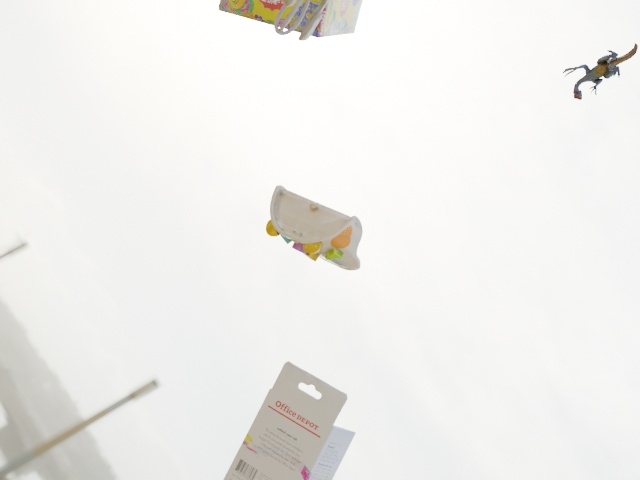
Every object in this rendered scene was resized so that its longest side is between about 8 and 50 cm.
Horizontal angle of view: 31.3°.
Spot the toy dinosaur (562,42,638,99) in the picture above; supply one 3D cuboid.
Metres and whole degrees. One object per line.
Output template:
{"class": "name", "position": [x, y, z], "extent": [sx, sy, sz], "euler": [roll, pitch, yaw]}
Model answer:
{"class": "toy dinosaur", "position": [0.366, -0.214, 1.500], "extent": [0.082, 0.090, 0.047], "euler": [141, -70, -70]}

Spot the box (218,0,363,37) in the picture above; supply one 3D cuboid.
{"class": "box", "position": [-0.016, -0.498, 1.880], "extent": [0.177, 0.279, 0.289], "euler": [18, -74, 10]}

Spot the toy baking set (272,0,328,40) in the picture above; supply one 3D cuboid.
{"class": "toy baking set", "position": [-0.005, -0.377, 1.553], "extent": [0.030, 0.196, 0.256], "euler": [38, -8, 14]}

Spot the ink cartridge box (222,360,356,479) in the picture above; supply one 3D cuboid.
{"class": "ink cartridge box", "position": [-0.032, 0.248, 1.357], "extent": [0.104, 0.181, 0.061], "euler": [26, -3, 34]}

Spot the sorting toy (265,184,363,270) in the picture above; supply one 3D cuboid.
{"class": "sorting toy", "position": [0.000, 0.000, 0.945], "extent": [0.083, 0.045, 0.075], "euler": [24, -14, 35]}
